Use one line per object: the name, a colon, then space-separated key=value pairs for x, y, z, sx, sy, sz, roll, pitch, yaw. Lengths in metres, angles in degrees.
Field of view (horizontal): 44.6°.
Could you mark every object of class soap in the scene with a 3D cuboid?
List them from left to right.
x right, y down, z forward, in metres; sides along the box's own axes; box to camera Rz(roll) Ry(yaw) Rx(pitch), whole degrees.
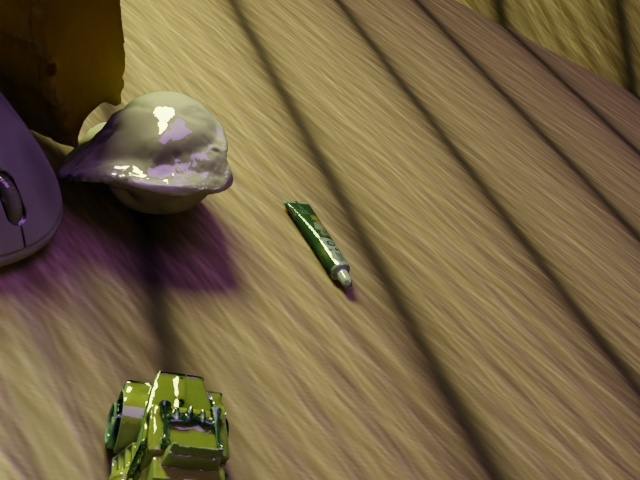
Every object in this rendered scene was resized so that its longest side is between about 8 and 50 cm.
soap: x=-0.427 y=-0.309 z=1.004 sx=0.335 sy=0.293 sz=0.156 roll=24 pitch=54 yaw=14

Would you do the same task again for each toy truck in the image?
toy truck: x=-0.121 y=0.219 z=0.694 sx=0.128 sy=0.135 sz=0.259 roll=13 pitch=31 yaw=-21

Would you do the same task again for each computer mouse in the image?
computer mouse: x=-0.419 y=-0.112 z=0.904 sx=0.297 sy=0.121 sz=0.184 roll=53 pitch=38 yaw=9

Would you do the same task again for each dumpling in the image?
dumpling: x=-0.251 y=-0.111 z=1.085 sx=0.227 sy=0.243 sz=0.175 roll=-23 pitch=94 yaw=-29

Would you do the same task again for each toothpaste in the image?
toothpaste: x=0.000 y=0.000 z=1.185 sx=0.049 sy=0.031 sz=0.204 roll=4 pitch=37 yaw=-34
